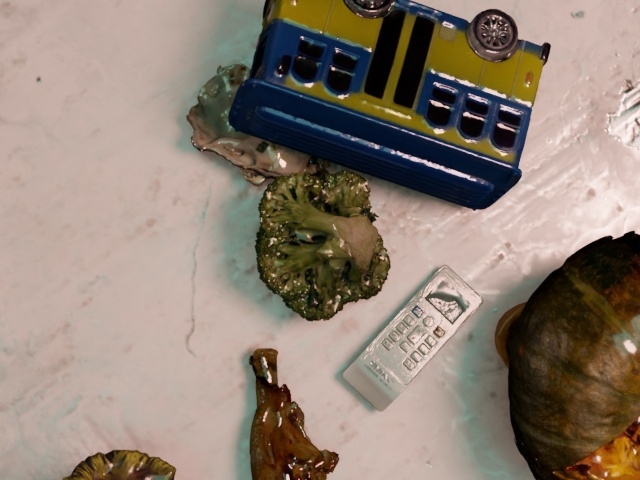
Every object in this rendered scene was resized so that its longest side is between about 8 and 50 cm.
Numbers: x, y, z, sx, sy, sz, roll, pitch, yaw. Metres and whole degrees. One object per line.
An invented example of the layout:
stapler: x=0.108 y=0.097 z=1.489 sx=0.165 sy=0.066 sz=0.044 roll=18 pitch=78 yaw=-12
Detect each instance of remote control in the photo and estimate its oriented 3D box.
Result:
remote control: x=0.097 y=0.102 z=1.378 sx=0.061 sy=0.029 sz=0.162 roll=44 pitch=81 yaw=1

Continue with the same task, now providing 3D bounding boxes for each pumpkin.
pumpkin: x=0.327 y=0.136 z=1.265 sx=0.320 sy=0.192 sz=0.321 roll=-5 pitch=110 yaw=-14

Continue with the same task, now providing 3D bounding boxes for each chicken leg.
chicken leg: x=-0.035 y=0.197 z=1.355 sx=0.093 sy=0.070 sz=0.178 roll=-15 pitch=75 yaw=-2

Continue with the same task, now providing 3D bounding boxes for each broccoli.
broccoli: x=0.000 y=0.000 z=1.332 sx=0.145 sy=0.138 sz=0.162 roll=-33 pitch=100 yaw=-30

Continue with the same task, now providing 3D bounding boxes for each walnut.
walnut: x=0.232 y=0.102 z=1.364 sx=0.121 sy=0.052 sz=0.091 roll=16 pitch=99 yaw=-16

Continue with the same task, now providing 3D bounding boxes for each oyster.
oyster: x=-0.065 y=-0.108 z=1.383 sx=0.165 sy=0.053 sz=0.108 roll=37 pitch=67 yaw=9

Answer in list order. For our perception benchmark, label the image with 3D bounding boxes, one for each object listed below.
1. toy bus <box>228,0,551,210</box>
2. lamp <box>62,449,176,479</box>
toy bus: x=0.068 y=-0.155 z=1.319 sx=0.287 sy=0.138 sz=0.175 roll=18 pitch=73 yaw=-7
lamp: x=-0.201 y=0.320 z=1.259 sx=0.247 sy=0.247 sz=0.247 roll=0 pitch=85 yaw=-1
